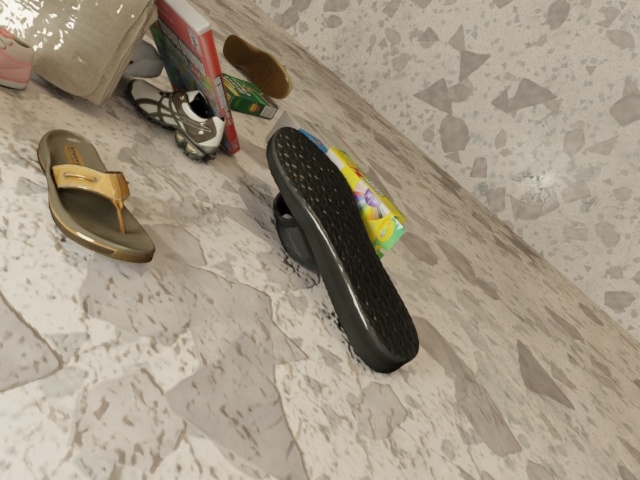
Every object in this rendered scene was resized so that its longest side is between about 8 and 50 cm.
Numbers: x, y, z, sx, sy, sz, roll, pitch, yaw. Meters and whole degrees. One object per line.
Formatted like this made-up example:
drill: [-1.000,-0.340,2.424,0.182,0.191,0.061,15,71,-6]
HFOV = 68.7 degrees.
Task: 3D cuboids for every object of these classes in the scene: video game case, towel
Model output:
video game case: [-0.221,-0.293,0.783,0.204,0.025,0.285,47,-17,19]
towel: [-0.381,-0.332,0.632,0.282,0.187,0.049,33,8,-14]

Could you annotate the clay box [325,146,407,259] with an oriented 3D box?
clay box: [0.056,-0.049,0.846,0.053,0.127,0.222,4,41,-53]

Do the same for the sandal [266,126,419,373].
sandal: [-0.001,0.001,0.730,0.167,0.107,0.446,13,47,-48]

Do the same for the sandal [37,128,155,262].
sandal: [-0.242,-0.062,0.507,0.090,0.060,0.219,9,37,-50]

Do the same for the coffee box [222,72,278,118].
coffee box: [-0.195,-0.359,1.153,0.113,0.040,0.184,47,24,18]

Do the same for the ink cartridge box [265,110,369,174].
ink cartridge box: [-0.003,-0.201,1.090,0.203,0.086,0.148,10,36,-50]

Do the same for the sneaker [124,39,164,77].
sneaker: [-0.391,-0.413,0.720,0.365,0.210,0.137,22,15,-33]

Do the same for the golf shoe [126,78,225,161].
golf shoe: [-0.233,-0.221,0.778,0.198,0.094,0.077,41,24,8]

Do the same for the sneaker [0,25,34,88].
sneaker: [-0.409,-0.228,0.555,0.051,0.070,0.134,48,25,17]

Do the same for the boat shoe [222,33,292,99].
boat shoe: [-0.174,-0.522,1.406,0.285,0.105,0.089,47,27,19]
